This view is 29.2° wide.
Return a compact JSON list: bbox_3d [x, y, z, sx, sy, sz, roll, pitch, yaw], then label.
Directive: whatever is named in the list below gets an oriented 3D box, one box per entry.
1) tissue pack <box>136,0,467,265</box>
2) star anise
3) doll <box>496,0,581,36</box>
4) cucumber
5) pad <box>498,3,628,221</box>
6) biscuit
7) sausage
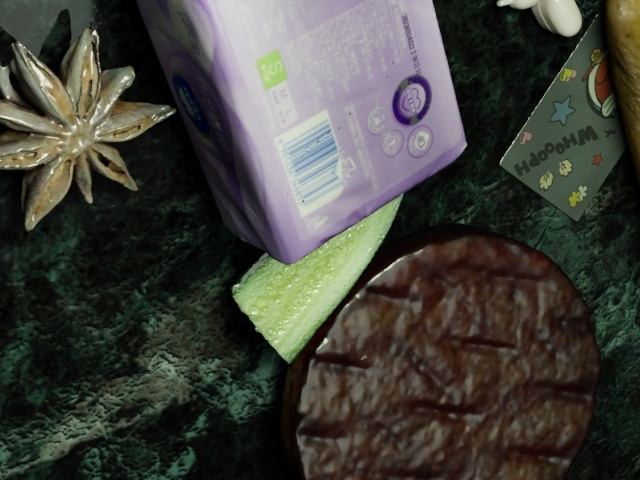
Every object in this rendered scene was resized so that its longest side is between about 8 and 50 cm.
[{"bbox_3d":[-0.023,-0.188,1.153,0.242,0.160,0.338,-33,125,-22],"label":"tissue pack"},{"bbox_3d":[-0.232,-0.098,1.133,0.182,0.065,0.195,23,95,-42],"label":"star anise"},{"bbox_3d":[0.247,-0.315,1.323,0.160,0.059,0.161,19,102,-38],"label":"doll"},{"bbox_3d":[0.000,0.000,1.317,0.244,0.063,0.115,-48,119,-3],"label":"cucumber"},{"bbox_3d":[0.332,-0.157,1.484,0.170,0.006,0.245,31,94,-38],"label":"pad"},{"bbox_3d":[0.140,0.178,1.445,0.407,0.091,0.407,-6,106,-23],"label":"biscuit"},{"bbox_3d":[0.431,-0.125,1.474,0.123,0.136,0.501,-20,126,4],"label":"sausage"}]
